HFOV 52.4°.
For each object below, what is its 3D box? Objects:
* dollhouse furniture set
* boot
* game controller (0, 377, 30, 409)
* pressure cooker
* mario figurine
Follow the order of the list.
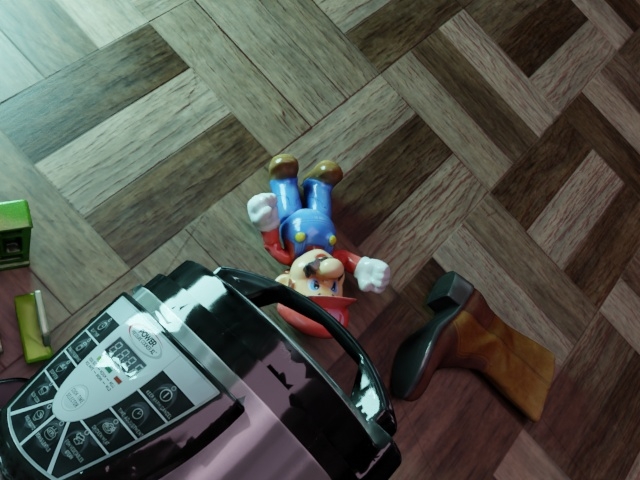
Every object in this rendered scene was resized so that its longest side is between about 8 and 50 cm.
[{"bbox_3d":[-0.509,0.086,0.813,0.301,0.151,0.198,-11,74,-26],"label":"dollhouse furniture set"},{"bbox_3d":[0.278,0.234,1.154,0.280,0.096,0.264,41,52,-12],"label":"boot"},{"bbox_3d":[-0.492,0.280,0.793,0.318,0.067,0.167,-11,74,-26],"label":"game controller"},{"bbox_3d":[-0.138,0.228,0.746,0.420,0.375,0.370,-42,98,-17],"label":"pressure cooker"},{"bbox_3d":[0.000,0.000,1.054,0.197,0.170,0.321,-13,63,8],"label":"mario figurine"}]
